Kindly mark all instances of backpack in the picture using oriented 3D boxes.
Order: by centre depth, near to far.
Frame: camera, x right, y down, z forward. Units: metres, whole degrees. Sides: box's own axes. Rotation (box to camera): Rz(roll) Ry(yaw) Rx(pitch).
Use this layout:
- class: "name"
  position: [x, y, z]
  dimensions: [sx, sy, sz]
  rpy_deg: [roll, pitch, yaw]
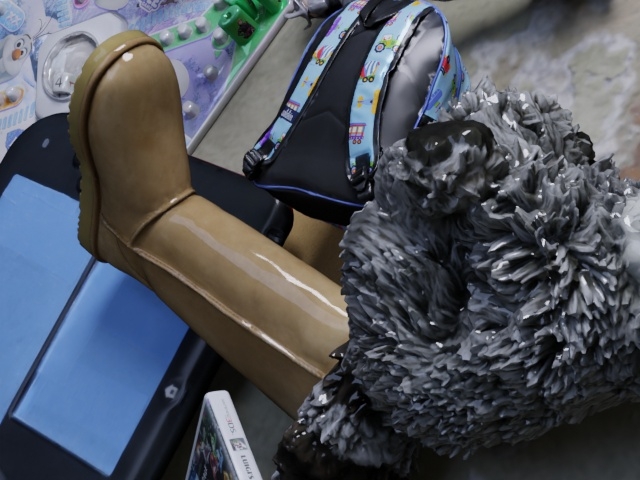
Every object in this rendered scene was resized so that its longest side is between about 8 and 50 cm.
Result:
- class: "backpack"
  position: [0.045, -0.096, 0.924]
  dimensions: [0.158, 0.117, 0.173]
  rpy_deg: [12, 76, 44]

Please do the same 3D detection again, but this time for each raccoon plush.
- class: "raccoon plush"
  position: [0.168, 0.109, 0.767]
  dimensions: [0.299, 0.216, 0.446]
  rpy_deg: [36, 124, 31]

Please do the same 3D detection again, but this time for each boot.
- class: "boot"
  position: [-0.066, -0.004, 0.896]
  dimensions: [0.269, 0.236, 0.089]
  rpy_deg: [36, 52, 24]

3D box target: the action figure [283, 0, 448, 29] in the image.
- class: "action figure"
  position: [0.087, -0.227, 0.978]
  dimensions: [0.285, 0.185, 0.099]
  rpy_deg: [-12, 40, 29]

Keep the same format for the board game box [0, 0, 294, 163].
- class: "board game box"
  position: [-0.269, -0.190, 1.287]
  dimensions: [0.390, 0.050, 0.390]
  rpy_deg: [38, 93, 35]

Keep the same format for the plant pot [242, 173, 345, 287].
- class: "plant pot"
  position: [0.000, 0.000, 1.016]
  dimensions: [0.236, 0.032, 0.236]
  rpy_deg: [-20, 54, 31]

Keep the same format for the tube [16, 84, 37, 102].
- class: "tube"
  position: [-0.295, -0.153, 1.345]
  dimensions: [0.207, 0.052, 0.080]
  rpy_deg: [16, 89, 39]

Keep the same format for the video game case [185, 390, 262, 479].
- class: "video game case"
  position: [-0.066, 0.236, 0.873]
  dimensions: [0.173, 0.022, 0.190]
  rpy_deg: [-118, 32, -41]

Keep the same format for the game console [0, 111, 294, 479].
- class: "game console"
  position: [-0.234, 0.082, 1.074]
  dimensions: [0.342, 0.060, 0.386]
  rpy_deg: [21, 80, 39]
